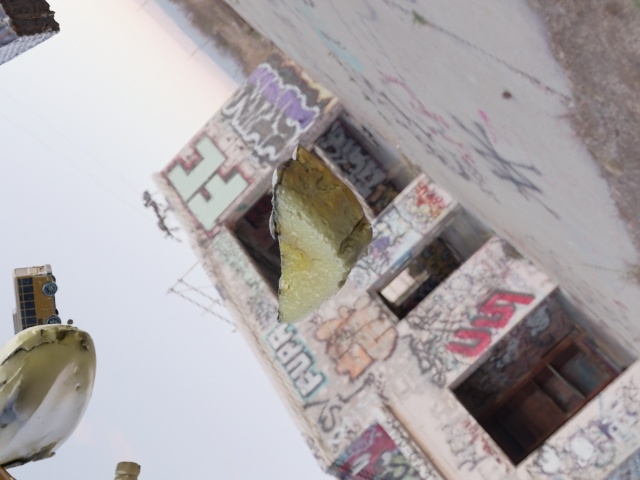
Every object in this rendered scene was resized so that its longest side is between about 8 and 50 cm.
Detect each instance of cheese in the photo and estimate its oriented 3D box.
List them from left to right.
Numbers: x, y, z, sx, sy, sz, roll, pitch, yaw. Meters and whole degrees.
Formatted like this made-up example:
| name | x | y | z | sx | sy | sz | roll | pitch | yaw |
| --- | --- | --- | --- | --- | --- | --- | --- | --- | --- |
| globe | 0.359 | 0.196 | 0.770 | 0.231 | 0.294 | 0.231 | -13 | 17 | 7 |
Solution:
| name | x | y | z | sx | sy | sz | roll | pitch | yaw |
| --- | --- | --- | --- | --- | --- | --- | --- | --- | --- |
| cheese | -0.532 | 0.281 | 1.280 | 0.128 | 0.315 | 0.260 | 37 | -158 | 18 |

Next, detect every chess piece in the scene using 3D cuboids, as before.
| name | x | y | z | sx | sy | sz | roll | pitch | yaw |
| --- | --- | --- | --- | --- | --- | --- | --- | --- | --- |
| chess piece | -0.372 | 0.481 | 1.295 | 0.066 | 0.066 | 0.122 | 38 | -141 | -38 |

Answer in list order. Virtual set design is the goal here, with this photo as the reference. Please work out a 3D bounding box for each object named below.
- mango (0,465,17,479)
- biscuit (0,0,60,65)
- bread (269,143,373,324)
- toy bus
| name | x | y | z | sx | sy | sz | roll | pitch | yaw |
| --- | --- | --- | --- | --- | --- | --- | --- | --- | --- |
| mango | -0.417 | 0.404 | 0.824 | 0.290 | 0.191 | 0.160 | 62 | 155 | 25 |
| biscuit | -0.559 | -0.248 | 0.992 | 0.073 | 0.389 | 0.107 | 64 | -161 | -13 |
| bread | 0.007 | -0.004 | 1.007 | 0.133 | 0.251 | 0.174 | 8 | -149 | 16 |
| toy bus | -0.665 | 0.155 | 1.612 | 0.103 | 0.182 | 0.091 | -6 | -164 | -24 |
